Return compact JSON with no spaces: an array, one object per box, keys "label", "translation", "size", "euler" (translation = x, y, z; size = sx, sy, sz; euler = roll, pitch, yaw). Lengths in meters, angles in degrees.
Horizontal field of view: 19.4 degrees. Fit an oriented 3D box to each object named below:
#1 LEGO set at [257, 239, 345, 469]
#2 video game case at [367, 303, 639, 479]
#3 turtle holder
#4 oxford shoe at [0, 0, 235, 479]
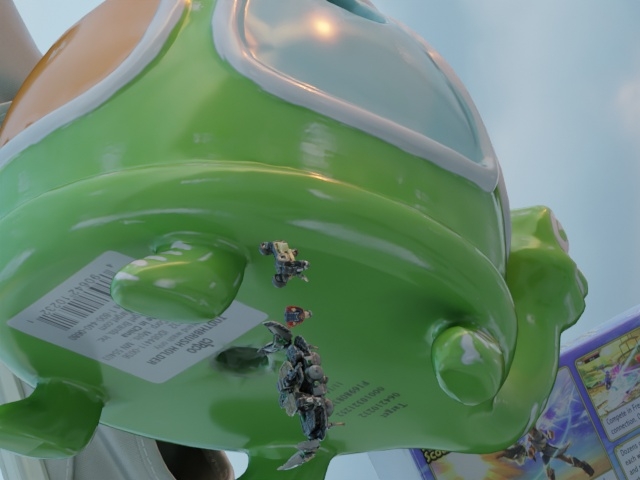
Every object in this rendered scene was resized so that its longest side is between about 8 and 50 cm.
[{"label":"LEGO set","translation":[-0.005,0.040,0.643],"size":[0.023,0.054,0.083],"euler":[-7,-53,-18]},{"label":"video game case","translation":[0.192,0.180,1.158],"size":[0.270,0.061,0.244],"euler":[-24,-90,-28]},{"label":"turtle holder","translation":[-0.003,-0.010,0.899],"size":[0.243,0.320,0.227],"euler":[107,166,-57]},{"label":"oxford shoe","translation":[-0.156,-0.017,1.107],"size":[0.169,0.130,0.449],"euler":[-49,-57,-73]}]
